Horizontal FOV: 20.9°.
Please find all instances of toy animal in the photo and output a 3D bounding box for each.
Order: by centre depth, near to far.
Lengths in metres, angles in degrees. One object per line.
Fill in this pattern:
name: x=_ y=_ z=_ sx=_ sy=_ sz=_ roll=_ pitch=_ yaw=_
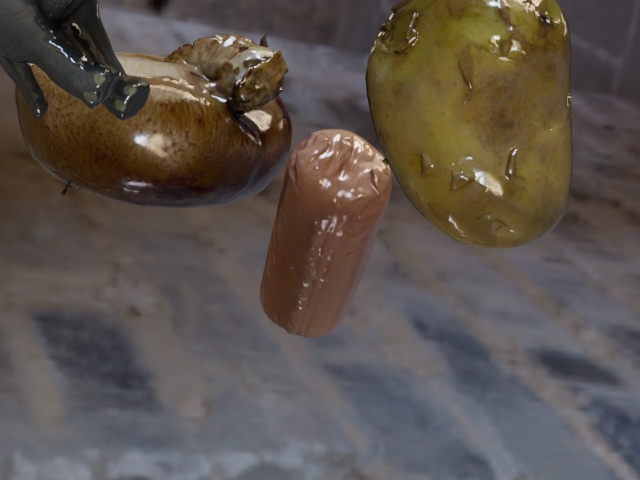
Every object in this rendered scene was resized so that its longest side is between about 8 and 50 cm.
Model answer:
toy animal: x=-0.103 y=-0.175 z=0.843 sx=0.082 sy=0.137 sz=0.270 roll=-30 pitch=-29 yaw=-56

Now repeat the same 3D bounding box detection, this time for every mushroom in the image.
mushroom: x=-0.151 y=-0.112 z=1.670 sx=0.278 sy=0.297 sz=0.163 roll=-1 pitch=93 yaw=33

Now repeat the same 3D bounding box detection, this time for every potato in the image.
potato: x=0.095 y=-0.083 z=1.071 sx=0.137 sy=0.137 sz=0.176 roll=-174 pitch=86 yaw=-72

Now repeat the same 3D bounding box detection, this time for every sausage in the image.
sausage: x=0.001 y=0.000 z=1.441 sx=0.289 sy=0.086 sz=0.086 roll=106 pitch=163 yaw=-61
